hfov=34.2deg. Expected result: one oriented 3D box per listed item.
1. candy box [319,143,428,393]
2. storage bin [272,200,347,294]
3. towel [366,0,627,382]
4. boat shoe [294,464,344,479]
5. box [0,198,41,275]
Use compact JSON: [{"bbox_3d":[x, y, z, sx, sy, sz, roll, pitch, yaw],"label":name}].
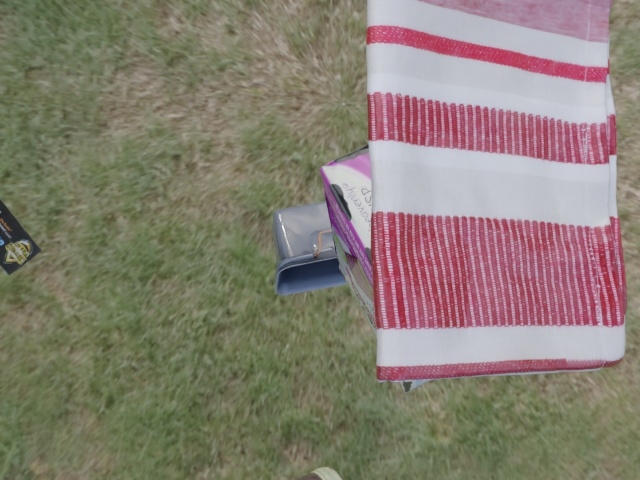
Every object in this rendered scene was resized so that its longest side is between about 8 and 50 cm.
[{"bbox_3d":[0.070,0.031,0.962,0.071,0.233,0.159,-26,66,-5],"label":"candy box"},{"bbox_3d":[0.000,0.000,1.299,0.135,0.098,0.091,-11,64,-11],"label":"storage bin"},{"bbox_3d":[0.136,-0.064,0.775,0.237,0.037,0.329,2,84,-33],"label":"towel"},{"bbox_3d":[0.023,0.318,1.041,0.073,0.223,0.080,-14,126,-20],"label":"boat shoe"},{"bbox_3d":[-0.419,-0.080,1.161,0.051,0.175,0.220,-40,63,-13],"label":"box"}]
